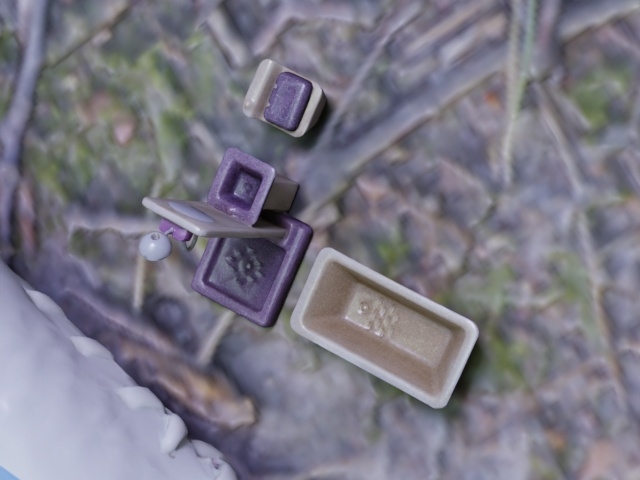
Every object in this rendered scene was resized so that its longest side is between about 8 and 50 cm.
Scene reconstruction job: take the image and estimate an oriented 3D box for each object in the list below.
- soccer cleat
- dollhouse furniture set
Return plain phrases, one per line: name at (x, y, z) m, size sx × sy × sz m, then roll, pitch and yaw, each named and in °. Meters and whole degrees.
soccer cleat at (-0.088, 0.087, 0.633) m, size 0.143 × 0.116 × 0.331 m, roll -21°, pitch 86°, yaw -6°
dollhouse furniture set at (0.000, 0.000, 0.605) m, size 0.114 × 0.081 × 0.091 m, roll 28°, pitch 100°, yaw 23°
